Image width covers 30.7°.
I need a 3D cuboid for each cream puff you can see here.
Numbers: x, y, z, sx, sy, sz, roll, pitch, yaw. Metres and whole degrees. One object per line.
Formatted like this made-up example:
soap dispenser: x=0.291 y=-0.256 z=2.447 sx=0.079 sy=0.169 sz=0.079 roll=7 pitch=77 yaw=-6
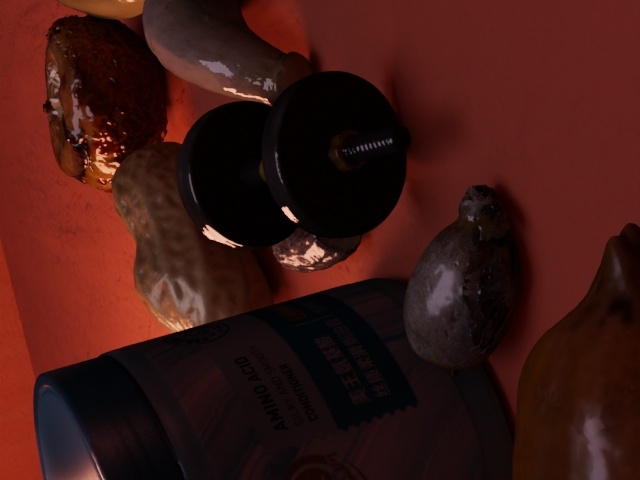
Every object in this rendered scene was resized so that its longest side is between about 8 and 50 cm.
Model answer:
cream puff: x=-0.286 y=-0.183 z=1.551 sx=0.240 sy=0.164 sz=0.240 roll=3 pitch=94 yaw=64

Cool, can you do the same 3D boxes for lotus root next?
lotus root: x=0.114 y=0.037 z=0.926 sx=0.088 sy=0.088 sz=0.165 roll=48 pitch=135 yaw=45

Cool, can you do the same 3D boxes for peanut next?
peanut: x=-0.162 y=0.009 z=1.413 sx=0.313 sy=0.152 sz=0.152 roll=63 pitch=153 yaw=24

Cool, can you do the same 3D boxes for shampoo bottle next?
shampoo bottle: x=-0.043 y=0.228 z=1.052 sx=0.331 sy=0.342 sz=0.331 roll=42 pitch=140 yaw=50

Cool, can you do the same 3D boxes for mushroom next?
mushroom: x=-0.108 y=-0.202 z=1.209 sx=0.270 sy=0.118 sz=0.103 roll=50 pitch=145 yaw=45

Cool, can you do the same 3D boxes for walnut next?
walnut: x=0.203 y=0.153 z=0.660 sx=0.209 sy=0.209 sz=0.336 roll=12 pitch=116 yaw=63

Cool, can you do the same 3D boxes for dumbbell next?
dumbbell: x=-0.028 y=-0.068 z=1.052 sx=0.325 sy=0.143 sz=0.143 roll=-8 pitch=97 yaw=54

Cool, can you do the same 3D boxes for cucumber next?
cucumber: x=-0.001 y=0.000 z=1.169 sx=0.112 sy=0.064 sz=0.064 roll=-17 pitch=89 yaw=63

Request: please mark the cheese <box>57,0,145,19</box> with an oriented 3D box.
cheese: x=-0.286 y=-0.399 z=1.435 sx=0.316 sy=0.128 sz=0.260 roll=6 pitch=101 yaw=57
